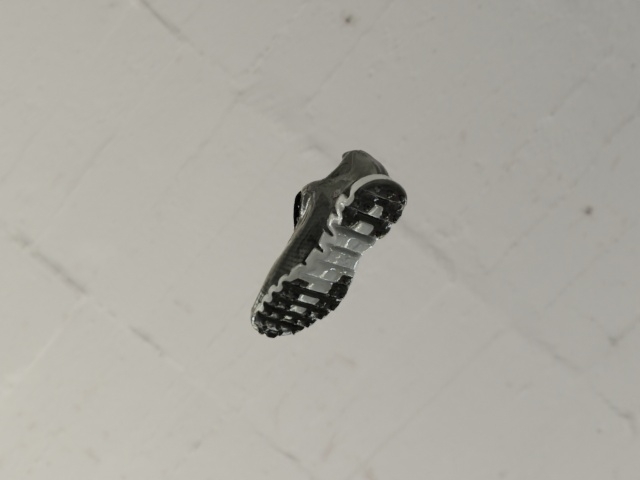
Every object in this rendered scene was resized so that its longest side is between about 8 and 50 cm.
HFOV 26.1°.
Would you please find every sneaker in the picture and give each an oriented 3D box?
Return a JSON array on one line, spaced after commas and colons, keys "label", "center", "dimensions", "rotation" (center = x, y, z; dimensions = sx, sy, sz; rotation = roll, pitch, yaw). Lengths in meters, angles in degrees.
[{"label": "sneaker", "center": [0.000, 0.000, 1.433], "dimensions": [0.078, 0.106, 0.234], "rotation": [20, -59, -31]}]
